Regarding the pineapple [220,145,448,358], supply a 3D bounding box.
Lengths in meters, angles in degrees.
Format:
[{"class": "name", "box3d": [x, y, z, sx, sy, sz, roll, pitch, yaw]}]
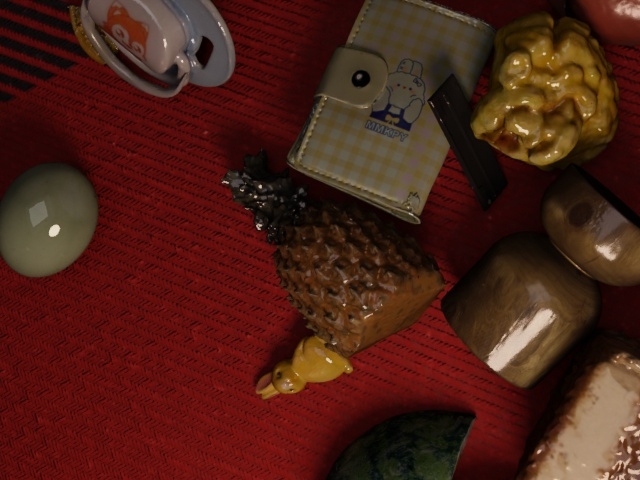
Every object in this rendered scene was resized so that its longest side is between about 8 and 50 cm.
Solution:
[{"class": "pineapple", "box3d": [0.000, 0.000, 1.259, 0.202, 0.202, 0.362, -46, 70, 8]}]

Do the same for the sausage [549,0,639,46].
[{"class": "sausage", "box3d": [0.450, -0.340, 1.174, 0.280, 0.152, 0.152, 7, 91, 13]}]

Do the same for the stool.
[{"class": "stool", "box3d": [0.313, 0.050, 1.166, 0.179, 0.179, 0.264, 44, 108, 9]}]

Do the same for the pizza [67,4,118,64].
[{"class": "pizza", "box3d": [-0.356, -0.358, 1.415, 0.109, 0.026, 0.123, -34, 82, 8]}]

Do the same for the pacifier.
[{"class": "pacifier", "box3d": [-0.226, -0.373, 1.323, 0.299, 0.244, 0.233, 41, 67, -3]}]

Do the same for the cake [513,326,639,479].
[{"class": "cake", "box3d": [0.426, 0.292, 1.129, 0.290, 0.256, 0.282, 29, 98, 15]}]

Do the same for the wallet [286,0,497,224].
[{"class": "wallet", "box3d": [0.105, -0.202, 1.248, 0.223, 0.077, 0.309, 24, 78, 7]}]

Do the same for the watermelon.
[{"class": "watermelon", "box3d": [0.106, 0.379, 1.235, 0.256, 0.260, 0.176, -30, 97, 27]}]

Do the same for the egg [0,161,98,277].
[{"class": "egg", "box3d": [-0.433, -0.032, 1.365, 0.149, 0.149, 0.192, 26, 96, 11]}]

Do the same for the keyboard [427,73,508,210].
[{"class": "keyboard", "box3d": [0.210, -0.135, 1.222, 0.067, 0.011, 0.202, -49, 124, -24]}]

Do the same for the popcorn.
[{"class": "popcorn", "box3d": [0.310, -0.187, 1.168, 0.200, 0.203, 0.226, 11, 133, 7]}]

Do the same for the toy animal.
[{"class": "toy animal", "box3d": [-0.034, 0.204, 1.322, 0.159, 0.070, 0.083, -35, 84, 15]}]
